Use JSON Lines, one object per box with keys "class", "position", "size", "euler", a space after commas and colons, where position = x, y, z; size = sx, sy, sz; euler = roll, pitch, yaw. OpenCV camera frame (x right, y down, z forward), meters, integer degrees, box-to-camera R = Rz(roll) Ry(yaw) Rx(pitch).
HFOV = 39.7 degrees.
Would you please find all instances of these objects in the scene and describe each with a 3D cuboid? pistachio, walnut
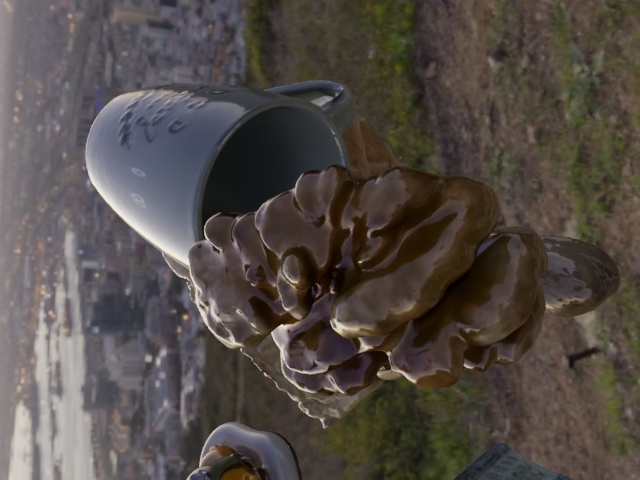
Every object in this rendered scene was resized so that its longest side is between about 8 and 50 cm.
{"class": "pistachio", "position": [0.320, 0.047, 1.185], "size": [0.113, 0.149, 0.113], "euler": [-54, -19, -29]}
{"class": "walnut", "position": [0.019, 0.029, 0.401], "size": [0.170, 0.143, 0.069], "euler": [-20, 45, 44]}

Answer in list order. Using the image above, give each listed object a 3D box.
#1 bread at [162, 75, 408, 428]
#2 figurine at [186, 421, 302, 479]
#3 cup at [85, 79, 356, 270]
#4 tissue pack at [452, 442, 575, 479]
{"class": "bread", "position": [0.000, 0.000, 1.255], "size": [0.279, 0.371, 0.390], "euler": [-41, 11, 22]}
{"class": "figurine", "position": [-0.132, 0.308, 1.089], "size": [0.250, 0.141, 0.166], "euler": [19, 94, 54]}
{"class": "cup", "position": [-0.089, -0.088, 0.892], "size": [0.234, 0.258, 0.186], "euler": [24, 143, 43]}
{"class": "tissue pack", "position": [0.052, 0.256, 0.512], "size": [0.081, 0.257, 0.185], "euler": [23, 119, 31]}
